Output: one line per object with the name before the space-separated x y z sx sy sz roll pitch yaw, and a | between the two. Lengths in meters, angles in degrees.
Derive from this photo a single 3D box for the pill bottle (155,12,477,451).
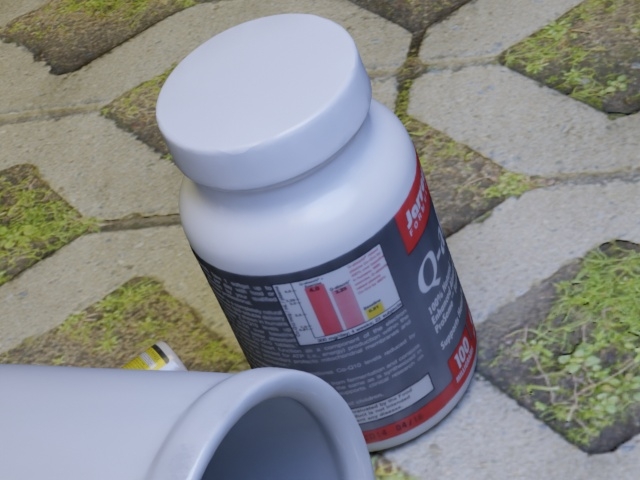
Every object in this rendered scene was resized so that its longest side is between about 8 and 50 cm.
pill bottle | 0.000 0.000 1.260 0.210 0.363 0.210 -13 42 11

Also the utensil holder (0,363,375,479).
utensil holder | -0.194 0.250 1.110 0.385 0.328 0.328 2 46 27

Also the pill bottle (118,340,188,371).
pill bottle | -0.183 0.155 1.404 0.116 0.065 0.065 -35 42 -15
